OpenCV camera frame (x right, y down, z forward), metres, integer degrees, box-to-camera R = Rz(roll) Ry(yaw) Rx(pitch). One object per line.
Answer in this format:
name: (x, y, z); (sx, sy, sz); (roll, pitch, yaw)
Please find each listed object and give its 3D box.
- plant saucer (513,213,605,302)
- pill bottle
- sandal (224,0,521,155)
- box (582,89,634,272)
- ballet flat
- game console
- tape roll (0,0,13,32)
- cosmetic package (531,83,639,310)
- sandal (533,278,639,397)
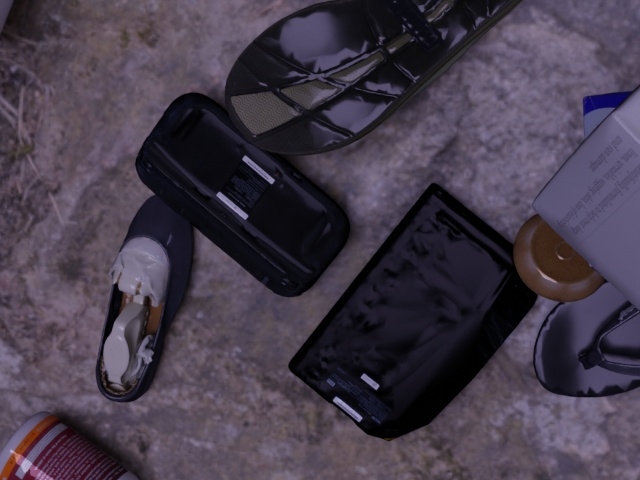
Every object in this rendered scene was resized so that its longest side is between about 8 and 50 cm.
plant saucer: (0.204, 0.010, 1.235); (0.083, 0.015, 0.083); (1, 71, -4)
pill bottle: (-0.227, 0.236, 1.387); (0.152, 0.086, 0.086); (34, 107, 10)
sandal: (0.061, -0.168, 1.244); (0.302, 0.086, 0.120); (-32, 83, 4)
box: (0.255, -0.038, 1.162); (0.072, 0.126, 0.137); (-3, 80, 20)
ballet flat: (-0.166, 0.058, 1.350); (0.074, 0.074, 0.203); (18, 103, 13)
game console: (0.000, 0.000, 1.297); (0.361, 0.044, 0.213); (40, 107, 3)
tape roll: (-0.372, -0.272, 1.268); (0.246, 0.246, 0.169); (30, 105, 10)
cosmetic package: (0.343, -0.124, 1.007); (0.385, 0.217, 0.156); (-42, 83, -16)
sandal: (0.294, 0.069, 1.220); (0.254, 0.054, 0.097); (-17, 94, 18)
